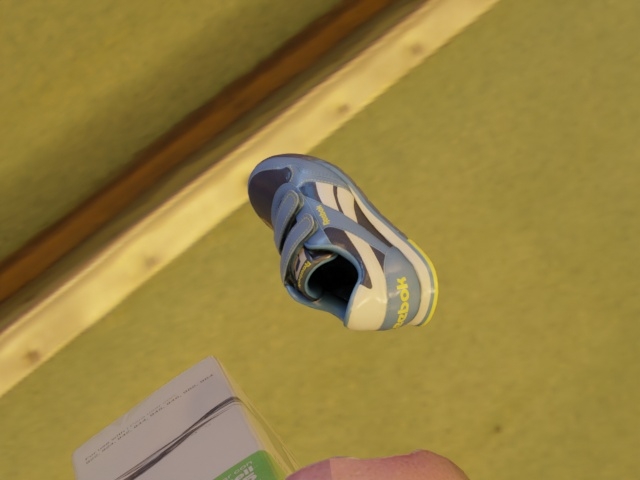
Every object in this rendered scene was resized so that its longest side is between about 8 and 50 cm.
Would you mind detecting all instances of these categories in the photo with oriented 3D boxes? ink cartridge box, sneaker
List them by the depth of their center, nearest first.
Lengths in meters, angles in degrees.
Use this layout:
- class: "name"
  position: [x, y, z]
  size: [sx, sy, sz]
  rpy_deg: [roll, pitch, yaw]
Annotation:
- class: "sneaker"
  position: [0.000, 0.000, 1.083]
  size: [0.059, 0.144, 0.053]
  rpy_deg: [-17, 132, -36]
- class: "ink cartridge box"
  position: [-0.031, 0.198, 1.103]
  size: [0.114, 0.273, 0.198]
  rpy_deg: [-36, 105, -2]

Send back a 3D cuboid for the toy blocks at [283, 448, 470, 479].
- class: "toy blocks"
  position: [-0.154, 0.088, 0.403]
  size: [0.309, 0.260, 0.288]
  rpy_deg: [-40, 134, 13]
